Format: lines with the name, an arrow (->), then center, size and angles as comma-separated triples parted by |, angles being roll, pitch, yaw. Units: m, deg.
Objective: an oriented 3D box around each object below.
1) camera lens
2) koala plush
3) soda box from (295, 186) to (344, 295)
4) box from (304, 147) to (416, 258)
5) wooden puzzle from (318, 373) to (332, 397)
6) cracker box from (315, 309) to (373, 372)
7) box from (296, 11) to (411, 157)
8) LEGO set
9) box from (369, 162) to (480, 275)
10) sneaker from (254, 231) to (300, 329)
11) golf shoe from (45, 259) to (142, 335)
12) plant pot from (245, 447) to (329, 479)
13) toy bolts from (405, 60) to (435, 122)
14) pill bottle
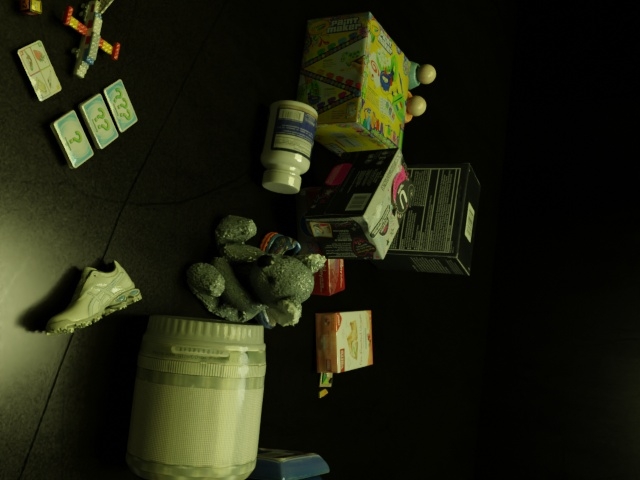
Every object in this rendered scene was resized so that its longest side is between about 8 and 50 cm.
camera lens -> -0.210, 0.273, 1.163 | 0.219, 0.220, 0.274 | 16, 78, -62
koala plush -> -0.106, 0.079, 1.343 | 0.196, 0.221, 0.203 | -65, 145, -37
soda box -> 0.000, 0.000, 1.675 | 0.083, 0.092, 0.263 | -17, 107, -61
box -> 0.101, -0.085, 1.586 | 0.247, 0.164, 0.142 | -61, 138, -38
wooden puzzle -> 0.018, 0.361, 1.823 | 0.079, 0.014, 0.116 | 7, 85, -62
cracker box -> 0.068, 0.270, 1.841 | 0.232, 0.067, 0.155 | 6, 81, -62
box -> 0.092, -0.378, 1.728 | 0.290, 0.177, 0.279 | 25, 71, -60
LEGO set -> -0.355, -0.258, 1.023 | 0.182, 0.060, 0.244 | -57, 139, -50
box -> 0.305, -0.066, 2.032 | 0.183, 0.294, 0.296 | 41, 56, -59
sneaker -> -0.099, 0.088, 1.502 | 0.083, 0.087, 0.221 | 25, 70, -60
golf shoe -> -0.363, 0.088, 1.048 | 0.176, 0.069, 0.086 | -34, 101, -60
plant pot -> -0.114, 0.535, 1.367 | 0.236, 0.236, 0.212 | 24, 65, -60
toy bolts -> 0.276, -0.438, 2.091 | 0.218, 0.159, 0.228 | 40, 57, -56
pill bottle -> -0.074, -0.204, 1.499 | 0.112, 0.112, 0.186 | 30, 67, -59
